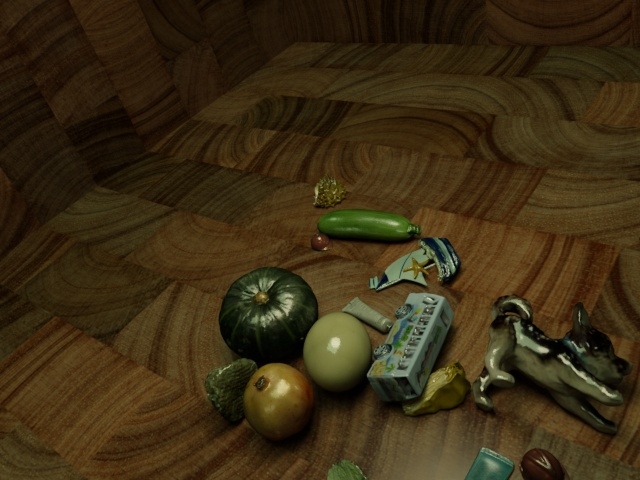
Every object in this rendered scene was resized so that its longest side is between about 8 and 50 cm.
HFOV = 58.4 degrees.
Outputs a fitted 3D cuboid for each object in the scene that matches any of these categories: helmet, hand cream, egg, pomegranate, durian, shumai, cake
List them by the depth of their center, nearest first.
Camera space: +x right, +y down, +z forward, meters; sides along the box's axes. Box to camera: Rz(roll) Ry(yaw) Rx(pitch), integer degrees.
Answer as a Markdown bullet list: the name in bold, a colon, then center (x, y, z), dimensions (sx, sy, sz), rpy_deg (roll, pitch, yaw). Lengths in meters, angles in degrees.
- **helmet**: center (0.480, 0.485, 1.228), dimensions (0.089, 0.057, 0.111), rpy_deg (-29, 38, -17)
- **hand cream**: center (0.334, 0.545, 1.235), dimensions (0.083, 0.048, 0.224), rpy_deg (18, 44, 38)
- **cake**: center (0.282, 0.368, 1.417), dimensions (0.185, 0.116, 0.079), rpy_deg (-6, 37, 9)
- **pomegranate**: center (-0.110, 0.408, 1.466), dimensions (0.192, 0.191, 0.191), rpy_deg (-11, 38, 9)
- **egg**: center (0.047, 0.295, 1.540), dimensions (0.186, 0.185, 0.241), rpy_deg (-11, 27, 10)
- **shumai**: center (-0.257, 0.383, 1.564), dimensions (0.142, 0.184, 0.184), rpy_deg (11, 46, 42)
- **hand cream**: center (0.148, 0.226, 1.708), dimensions (0.067, 0.042, 0.195), rpy_deg (-43, 38, -17)
- **helmet**: center (0.001, -0.001, 2.037), dimensions (0.084, 0.049, 0.065), rpy_deg (5, 42, 28)
- **durian**: center (0.028, -0.221, 2.275), dimensions (0.141, 0.078, 0.224), rpy_deg (-15, 39, 5)

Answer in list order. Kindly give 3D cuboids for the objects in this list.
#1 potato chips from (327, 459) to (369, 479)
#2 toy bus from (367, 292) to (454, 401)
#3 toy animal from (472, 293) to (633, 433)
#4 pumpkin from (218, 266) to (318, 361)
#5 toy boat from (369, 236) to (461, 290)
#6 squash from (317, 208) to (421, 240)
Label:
- **potato chips**: center (0.046, 0.603, 1.265), dimensions (0.167, 0.059, 0.228), rpy_deg (-1, 45, 31)
- **toy bus**: center (0.245, 0.270, 1.514), dimensions (0.136, 0.109, 0.329), rpy_deg (-15, 27, 40)
- **toy animal**: center (0.553, 0.262, 1.368), dimensions (0.345, 0.194, 0.302), rpy_deg (7, 49, 21)
- **pumpkin**: center (-0.156, 0.223, 1.704), dimensions (0.301, 0.207, 0.300), rpy_deg (-4, 51, 5)
- **toy boat**: center (0.289, 0.093, 1.816), dimensions (0.291, 0.067, 0.220), rpy_deg (-27, 36, 7)
- **squash**: center (0.159, -0.054, 1.993), dimensions (0.396, 0.107, 0.107), rpy_deg (6, 43, 28)
